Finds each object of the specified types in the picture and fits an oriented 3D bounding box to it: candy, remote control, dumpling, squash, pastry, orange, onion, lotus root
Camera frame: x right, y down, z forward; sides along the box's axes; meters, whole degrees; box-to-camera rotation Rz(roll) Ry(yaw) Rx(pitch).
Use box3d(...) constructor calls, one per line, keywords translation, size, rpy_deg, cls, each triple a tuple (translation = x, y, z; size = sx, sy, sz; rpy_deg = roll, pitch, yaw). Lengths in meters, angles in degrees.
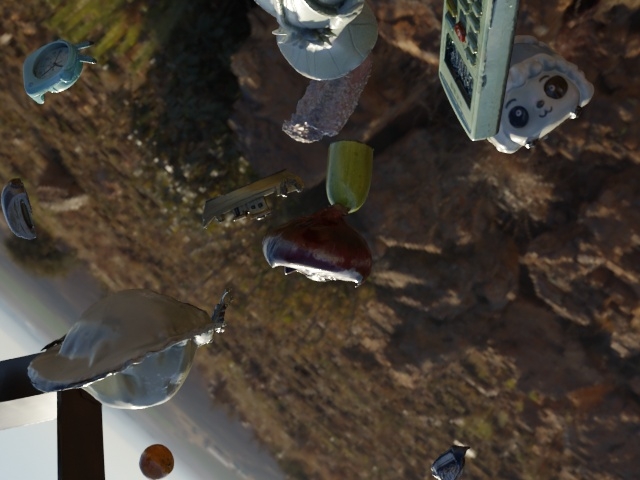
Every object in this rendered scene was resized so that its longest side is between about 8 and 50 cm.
box3d(translation=(0.214, 0.363, 1.110), size=(0.051, 0.094, 0.226), rpy_deg=(31, -166, -41), cls="candy")
box3d(translation=(0.196, -0.286, 1.058), size=(0.344, 0.050, 0.145), rpy_deg=(83, 171, -55), cls="remote control")
box3d(translation=(-0.239, 0.137, 1.006), size=(0.172, 0.247, 0.142), rpy_deg=(-34, -71, -72), cls="dumpling")
box3d(translation=(0.071, -0.151, 2.106), size=(0.123, 0.187, 0.123), rpy_deg=(3, 157, 1), cls="squash")
box3d(translation=(0.026, -0.315, 1.856), size=(0.102, 0.265, 0.112), rpy_deg=(26, -161, -32), cls="pastry")
box3d(translation=(-0.375, 0.508, 1.950), size=(0.083, 0.083, 0.083), rpy_deg=(37, 161, 15), cls="orange")
box3d(translation=(0.000, 0.000, 2.029), size=(0.272, 0.195, 0.272), rpy_deg=(14, -179, 0), cls="onion")
box3d(translation=(-0.345, -0.037, 0.967), size=(0.037, 0.030, 0.083), rpy_deg=(57, 153, 35), cls="lotus root")

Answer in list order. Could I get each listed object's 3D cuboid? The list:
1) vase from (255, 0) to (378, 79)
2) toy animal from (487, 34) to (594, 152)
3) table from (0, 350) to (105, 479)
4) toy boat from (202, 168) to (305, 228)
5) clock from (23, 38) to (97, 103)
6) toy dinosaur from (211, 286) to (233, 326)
box3d(translation=(-0.014, -0.429, 1.364), size=(0.250, 0.250, 0.445), rpy_deg=(37, 173, 15), cls="vase")
box3d(translation=(0.372, -0.279, 1.564), size=(0.156, 0.208, 0.204), rpy_deg=(50, -167, -25), cls="toy animal")
box3d(translation=(-0.558, 0.384, 1.614), size=(0.196, 0.250, 0.282), rpy_deg=(66, -168, -63), cls="table")
box3d(translation=(-0.128, -0.072, 1.607), size=(0.064, 0.206, 0.072), rpy_deg=(-118, 4, -87), cls="toy boat")
box3d(translation=(-0.496, -0.333, 1.624), size=(0.045, 0.147, 0.108), rpy_deg=(48, -159, -55), cls="clock")
box3d(translation=(-0.221, 0.164, 1.860), size=(0.037, 0.058, 0.180), rpy_deg=(29, 118, 18), cls="toy dinosaur")
